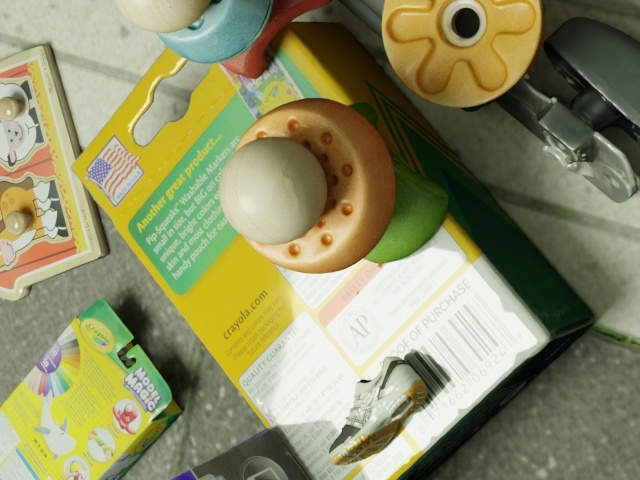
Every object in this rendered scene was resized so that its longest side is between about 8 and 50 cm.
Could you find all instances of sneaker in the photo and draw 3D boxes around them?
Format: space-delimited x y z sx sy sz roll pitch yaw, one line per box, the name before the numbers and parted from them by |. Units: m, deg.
sneaker | 0.032 0.106 0.990 0.083 0.032 0.037 -47 58 22

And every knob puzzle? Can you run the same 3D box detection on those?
knob puzzle | -0.269 -0.044 1.251 0.213 0.030 0.213 4 99 31

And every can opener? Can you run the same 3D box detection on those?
can opener | 0.109 -0.133 0.998 0.095 0.076 0.283 -44 70 -6

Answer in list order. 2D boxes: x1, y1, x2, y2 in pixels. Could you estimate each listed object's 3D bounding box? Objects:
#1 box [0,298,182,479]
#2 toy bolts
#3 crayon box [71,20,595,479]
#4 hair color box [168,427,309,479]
box | -0.182 0.134 1.212 0.105 0.043 0.179 52 121 16
toy bolts | -0.009 -0.117 0.914 0.228 0.158 0.218 47 112 18
crayon box | 0.000 0.000 1.060 0.203 0.083 0.323 -47 73 27
hair color box | -0.093 0.299 1.094 0.185 0.110 0.339 53 132 15
